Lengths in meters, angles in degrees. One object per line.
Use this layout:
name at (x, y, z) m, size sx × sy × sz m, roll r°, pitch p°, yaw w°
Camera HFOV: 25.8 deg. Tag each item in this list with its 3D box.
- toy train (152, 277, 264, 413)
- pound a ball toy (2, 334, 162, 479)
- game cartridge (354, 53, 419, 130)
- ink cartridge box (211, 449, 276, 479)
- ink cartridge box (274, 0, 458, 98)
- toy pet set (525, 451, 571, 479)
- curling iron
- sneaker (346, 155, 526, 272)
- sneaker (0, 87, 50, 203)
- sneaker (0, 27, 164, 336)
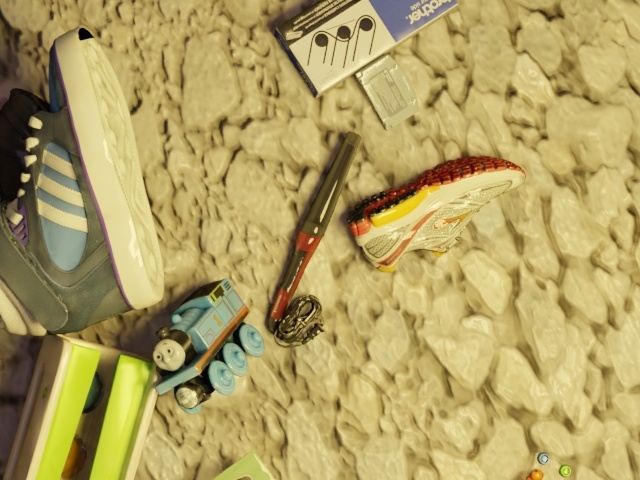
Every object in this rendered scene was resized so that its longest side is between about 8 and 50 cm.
toy train at (-0.135, 0.122, 1.607) m, size 0.080 × 0.184 × 0.105 m, roll -31°, pitch 99°, yaw 27°
pound a ball toy at (-0.262, 0.285, 1.619) m, size 0.208 × 0.135 × 0.319 m, roll 17°, pitch 86°, yaw -25°
game cartridge at (0.084, -0.183, 1.709) m, size 0.056 × 0.017 × 0.083 m, roll -31°, pitch 111°, yaw -3°
ink cartridge box at (-0.062, 0.361, 1.646) m, size 0.109 × 0.062 × 0.209 m, roll -35°, pitch 89°, yaw -6°
ink cartridge box at (0.055, -0.271, 1.711) m, size 0.207 × 0.046 × 0.097 m, roll -33°, pitch 90°, yaw -6°
toy pet set at (0.297, 0.333, 1.674) m, size 0.122 × 0.065 × 0.114 m, roll 29°, pitch 84°, yaw -1°
curling iron at (0.000, 0.000, 1.692) m, size 0.068 × 0.035 × 0.274 m, roll 17°, pitch 85°, yaw -7°
sneaker at (0.146, -0.036, 1.692) m, size 0.225 × 0.088 × 0.093 m, roll -24°, pitch 108°, yaw -6°
sneaker at (-0.301, -0.040, 1.650) m, size 0.130 × 0.109 × 0.286 m, roll -42°, pitch 83°, yaw 4°
sneaker at (-0.320, -0.051, 1.536) m, size 0.236 × 0.130 × 0.323 m, roll -13°, pitch 99°, yaw 9°
